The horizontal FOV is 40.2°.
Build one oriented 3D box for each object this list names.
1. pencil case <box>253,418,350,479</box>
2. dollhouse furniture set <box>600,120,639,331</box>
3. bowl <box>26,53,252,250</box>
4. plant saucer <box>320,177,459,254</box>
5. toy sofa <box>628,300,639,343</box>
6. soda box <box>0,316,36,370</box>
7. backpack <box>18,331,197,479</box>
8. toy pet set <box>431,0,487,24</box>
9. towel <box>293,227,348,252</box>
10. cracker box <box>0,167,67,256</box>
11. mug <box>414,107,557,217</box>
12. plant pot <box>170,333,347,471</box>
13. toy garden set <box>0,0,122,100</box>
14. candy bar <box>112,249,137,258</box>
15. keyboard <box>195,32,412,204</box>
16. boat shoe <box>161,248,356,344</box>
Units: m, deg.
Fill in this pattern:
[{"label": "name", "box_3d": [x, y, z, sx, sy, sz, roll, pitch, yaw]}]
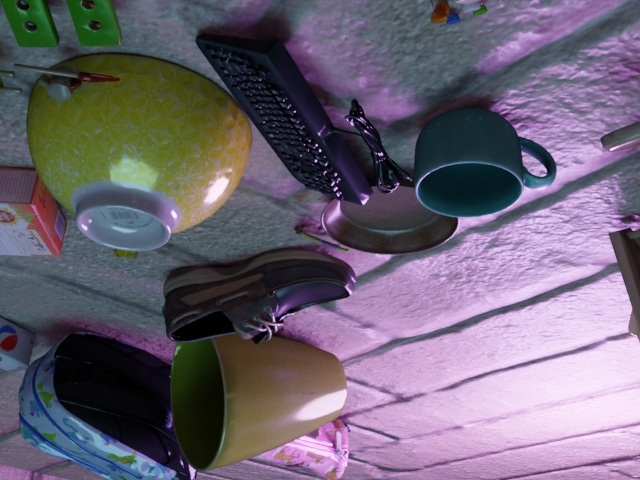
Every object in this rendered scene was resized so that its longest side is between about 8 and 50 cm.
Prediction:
[{"label": "pencil case", "box_3d": [-0.111, 0.463, 2.087, 0.386, 0.160, 0.167, 22, 122, -29]}, {"label": "dollhouse furniture set", "box_3d": [0.456, 0.043, 1.062, 0.257, 0.362, 0.394, -20, 173, 34]}, {"label": "bowl", "box_3d": [-0.236, -0.081, 1.099, 0.290, 0.156, 0.289, 3, 151, 2]}, {"label": "plant saucer", "box_3d": [0.100, -0.039, 1.260, 0.199, 0.036, 0.198, 3, 151, 2]}, {"label": "toy sofa", "box_3d": [0.682, 0.101, 1.369, 0.363, 0.177, 0.150, 1, 127, 5]}, {"label": "soda box", "box_3d": [-0.667, 0.185, 1.723, 0.069, 0.073, 0.216, -12, 148, 26]}, {"label": "backpack", "box_3d": [-0.427, 0.340, 1.775, 0.273, 0.290, 0.355, -23, 134, 28]}, {"label": "toy pet set", "box_3d": [0.150, -0.261, 0.846, 0.122, 0.065, 0.114, -13, -177, 33]}, {"label": "towel", "box_3d": [0.000, 0.000, 1.332, 0.083, 0.009, 0.060, 22, 179, -10]}, {"label": "cracker box", "box_3d": [-0.512, -0.043, 1.293, 0.232, 0.067, 0.155, 2, 151, 1]}, {"label": "mug", "box_3d": [0.192, -0.098, 1.077, 0.158, 0.097, 0.129, 17, 148, -24]}, {"label": "plant pot", "box_3d": [-0.106, 0.294, 1.702, 0.294, 0.274, 0.275, 2, 156, -30]}, {"label": "toy garden set", "box_3d": [-0.332, -0.227, 0.939, 0.244, 0.049, 0.203, 0, 142, 3]}, {"label": "candy bar", "box_3d": [-0.299, -0.004, 1.390, 0.040, 0.018, 0.161, 9, 151, -18]}, {"label": "keyboard", "box_3d": [-0.007, -0.129, 1.045, 0.202, 0.033, 0.317, 14, 159, 30]}, {"label": "boat shoe", "box_3d": [-0.105, 0.110, 1.459, 0.356, 0.130, 0.132, -11, 148, 26]}]
